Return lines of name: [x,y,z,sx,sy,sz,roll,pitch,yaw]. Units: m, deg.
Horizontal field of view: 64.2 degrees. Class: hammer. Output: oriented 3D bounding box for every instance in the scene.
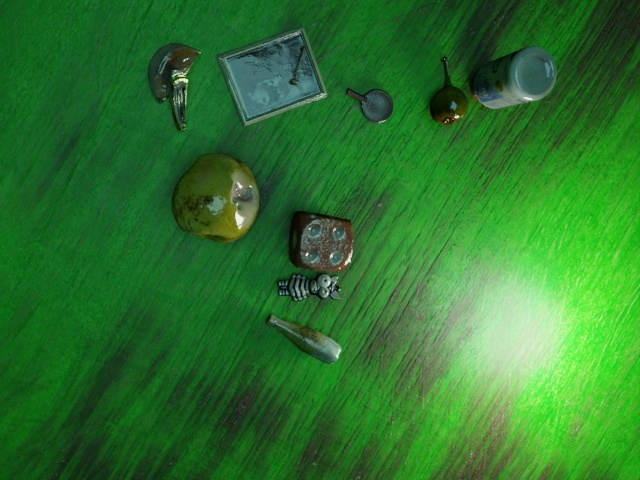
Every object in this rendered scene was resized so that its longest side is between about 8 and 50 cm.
hammer: [-0.065,-0.549,1.589,0.029,0.014,0.122,15,94,-22]

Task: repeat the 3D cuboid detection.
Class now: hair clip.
hair clip: [-0.418,-0.417,1.516,0.060,0.033,0.188,-24,134,-40]

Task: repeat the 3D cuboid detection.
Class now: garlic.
garlic: [-0.448,-0.508,1.498,0.101,0.087,0.195,35,88,-29]

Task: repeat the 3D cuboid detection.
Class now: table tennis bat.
table tennis bat: [0.174,-0.445,1.623,0.170,0.119,0.107,21,92,-16]

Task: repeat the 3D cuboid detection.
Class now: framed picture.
framed picture: [-0.147,-0.515,1.594,0.297,0.019,0.232,-23,102,-8]

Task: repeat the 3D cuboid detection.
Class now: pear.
pear: [-0.302,-0.124,1.497,0.272,0.271,0.270,-2,98,-12]

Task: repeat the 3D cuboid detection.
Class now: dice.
dice: [0.000,0.000,1.617,0.180,0.175,0.173,4,96,-12]

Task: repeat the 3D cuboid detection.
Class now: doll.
doll: [-0.033,0.155,1.688,0.220,0.067,0.090,0,78,-14]

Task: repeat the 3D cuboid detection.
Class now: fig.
fig: [0.419,-0.496,1.691,0.125,0.124,0.236,1,73,-12]

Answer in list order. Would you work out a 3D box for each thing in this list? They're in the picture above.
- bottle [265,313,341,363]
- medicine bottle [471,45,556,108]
bottle: [-0.059,0.321,1.699,0.270,0.083,0.083,32,90,-11]
medicine bottle: [0.593,-0.504,1.616,0.157,0.289,0.156,-2,98,-13]
